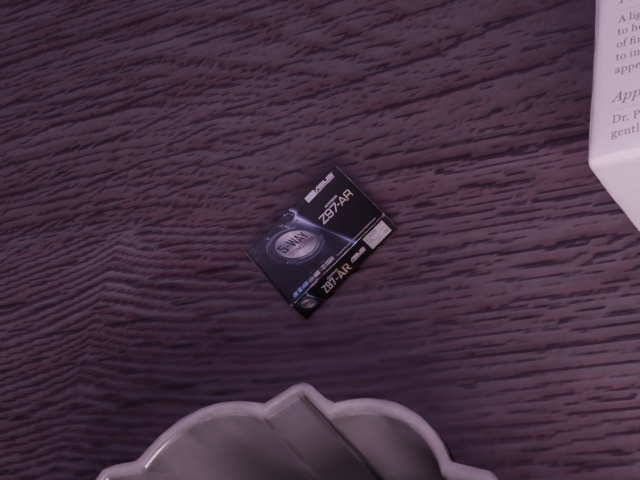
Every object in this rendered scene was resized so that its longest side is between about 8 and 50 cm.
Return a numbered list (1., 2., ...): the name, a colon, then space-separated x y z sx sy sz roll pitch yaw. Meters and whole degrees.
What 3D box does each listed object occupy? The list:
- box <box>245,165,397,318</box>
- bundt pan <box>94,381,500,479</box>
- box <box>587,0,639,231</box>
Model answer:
1. box: 0.000 0.000 0.909 0.083 0.018 0.067 -44 44 3
2. bundt pan: -0.016 0.243 0.671 0.331 0.124 0.330 -19 50 25
3. box: 0.240 -0.054 0.648 0.181 0.182 0.119 -10 56 32
